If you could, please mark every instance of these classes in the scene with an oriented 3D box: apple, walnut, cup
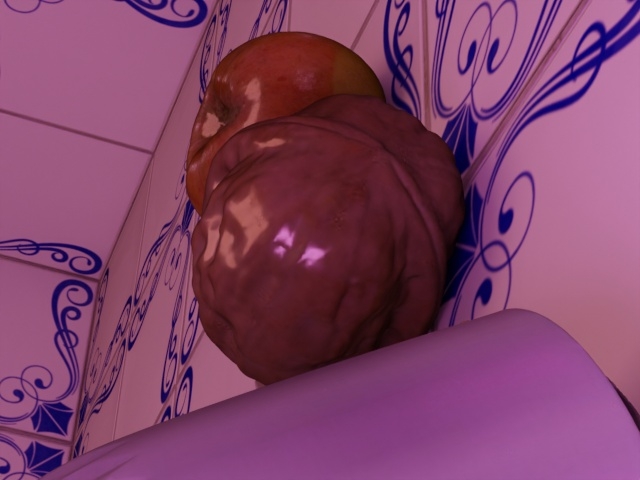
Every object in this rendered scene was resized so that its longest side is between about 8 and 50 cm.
[{"bbox_3d":[-0.041,-0.111,1.669,0.261,0.193,0.261,-165,90,-73],"label":"apple"},{"bbox_3d":[0.002,-0.001,1.309,0.227,0.273,0.273,58,140,28],"label":"walnut"},{"bbox_3d":[-0.005,0.197,0.796,0.253,0.371,0.253,166,90,-74],"label":"cup"}]

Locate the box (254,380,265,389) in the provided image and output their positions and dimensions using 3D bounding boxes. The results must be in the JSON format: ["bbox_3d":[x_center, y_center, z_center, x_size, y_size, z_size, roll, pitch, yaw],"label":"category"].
[{"bbox_3d":[-0.019,0.244,1.347,0.122,0.032,0.221,-128,25,-72],"label":"box"}]

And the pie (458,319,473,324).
[{"bbox_3d":[0.083,0.223,1.095,0.337,0.075,0.338,-165,90,-75],"label":"pie"}]
